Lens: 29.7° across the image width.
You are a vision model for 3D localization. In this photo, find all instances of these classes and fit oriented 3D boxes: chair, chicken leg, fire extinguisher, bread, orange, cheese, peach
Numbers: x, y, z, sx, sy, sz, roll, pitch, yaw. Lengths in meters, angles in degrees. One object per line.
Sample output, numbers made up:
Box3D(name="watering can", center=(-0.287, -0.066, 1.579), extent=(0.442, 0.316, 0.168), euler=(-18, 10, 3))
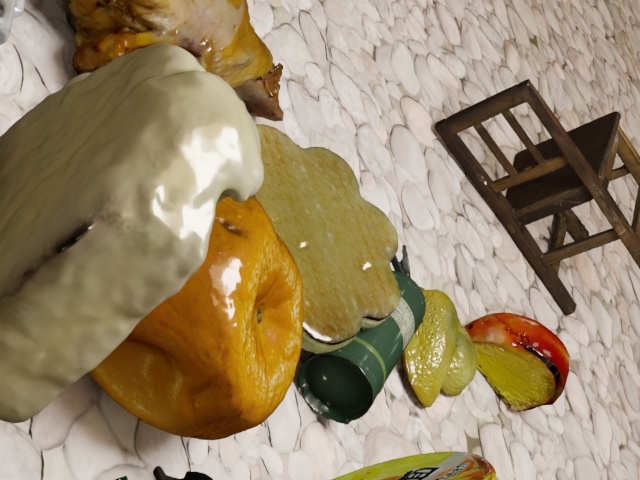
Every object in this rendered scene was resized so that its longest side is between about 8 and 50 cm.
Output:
Box3D(name="chair", center=(0.391, -0.121, 1.995), extent=(0.416, 0.203, 0.240), euler=(53, 37, -21))
Box3D(name="chicken leg", center=(-0.156, -0.203, 1.311), extent=(0.409, 0.182, 0.295), euler=(43, 43, -57))
Box3D(name="fire extinguisher", center=(0.066, 0.104, 1.449), extent=(0.294, 0.093, 0.118), euler=(-50, 125, -57))
Box3D(name="bread", center=(0.165, 0.147, 1.591), extent=(0.149, 0.065, 0.188), euler=(56, 30, -23))
Box3D(name="orange", center=(-0.121, 0.054, 1.111), extent=(0.249, 0.183, 0.249), euler=(3, 90, -73))
Box3D(name="cheese", center=(-0.191, -0.012, 0.943), extent=(0.115, 0.318, 0.326), euler=(44, 51, -31))
Box3D(name="bread", center=(0.000, 0.000, 1.362), extent=(0.207, 0.056, 0.286), euler=(7, 57, -38))
Box3D(name="peach", center=(0.276, 0.162, 1.718), extent=(0.172, 0.127, 0.092), euler=(33, 44, -2))

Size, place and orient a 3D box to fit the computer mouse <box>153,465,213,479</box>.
Box3D(name="computer mouse", center=(-0.093, 0.311, 0.998), extent=(0.088, 0.147, 0.264), euler=(-4, 67, -26))

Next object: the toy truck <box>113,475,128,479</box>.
Box3D(name="toy truck", center=(-0.230, 0.272, 0.887), extent=(0.259, 0.088, 0.121), euler=(-13, 80, -59))

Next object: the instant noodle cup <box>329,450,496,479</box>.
Box3D(name="instant noodle cup", center=(0.070, 0.342, 1.151), extent=(0.264, 0.264, 0.200), euler=(-26, 100, -59))

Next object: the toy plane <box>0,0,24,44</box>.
Box3D(name="toy plane", center=(-0.372, -0.252, 1.019), extent=(0.267, 0.122, 0.267), euler=(20, 50, -25))
